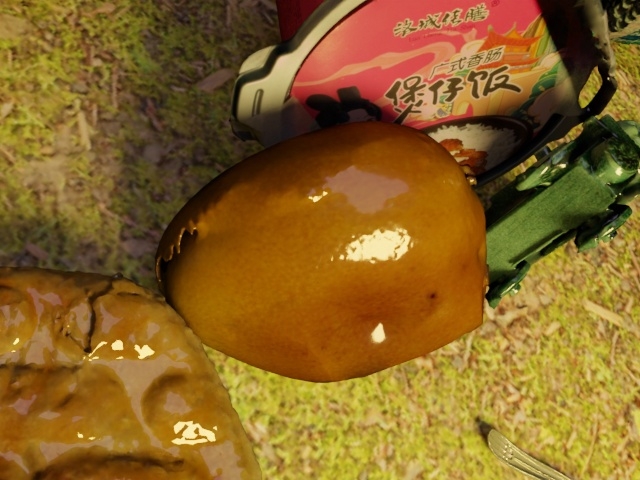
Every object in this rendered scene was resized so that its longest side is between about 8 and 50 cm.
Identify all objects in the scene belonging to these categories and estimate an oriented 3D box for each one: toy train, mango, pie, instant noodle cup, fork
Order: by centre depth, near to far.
[{"bbox_3d":[-0.182,0.175,0.413,0.340,0.083,0.339,9,66,-21],"label":"pie"},{"bbox_3d":[0.000,0.000,0.522,0.236,0.166,0.136,-23,41,-4],"label":"mango"},{"bbox_3d":[0.181,-0.028,0.584,0.132,0.200,0.083,-36,86,-37],"label":"toy train"},{"bbox_3d":[0.067,-0.172,0.591,0.303,0.258,0.181,4,52,-26],"label":"instant noodle cup"},{"bbox_3d":[0.226,0.210,0.593,0.219,0.028,0.034,34,62,-6],"label":"fork"}]

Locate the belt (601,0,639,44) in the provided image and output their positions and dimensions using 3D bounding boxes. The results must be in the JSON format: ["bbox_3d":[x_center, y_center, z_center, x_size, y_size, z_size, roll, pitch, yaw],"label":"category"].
[{"bbox_3d":[0.340,-0.343,0.794,0.161,0.206,0.295,-2,53,-19],"label":"belt"}]
